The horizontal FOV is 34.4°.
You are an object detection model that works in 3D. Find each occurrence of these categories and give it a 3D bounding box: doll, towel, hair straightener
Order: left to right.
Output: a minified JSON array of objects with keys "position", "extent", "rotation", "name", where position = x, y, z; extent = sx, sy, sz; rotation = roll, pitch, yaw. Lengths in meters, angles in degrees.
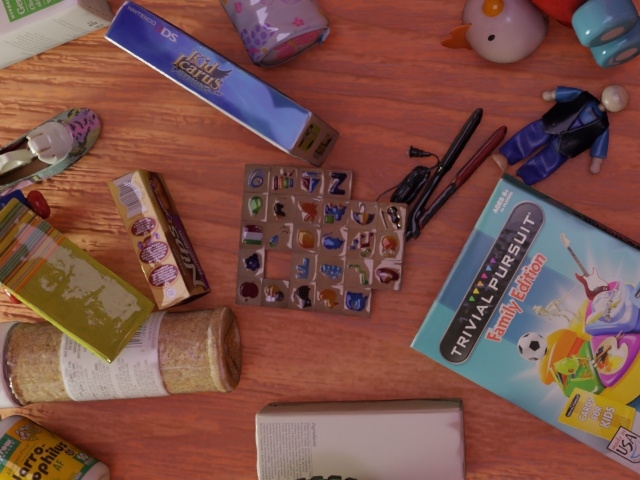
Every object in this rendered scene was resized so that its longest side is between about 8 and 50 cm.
[{"position":[-0.339,0.052,1.350],"extent":[0.237,0.021,0.102],"rotation":[37,78,-4],"name":"towel"},{"position":[0.147,-0.087,1.401],"extent":[0.089,0.047,0.230],"rotation":[41,101,14],"name":"hair straightener"},{"position":[0.325,-0.138,1.364],"extent":[0.189,0.046,0.129],"rotation":[-37,86,11],"name":"doll"}]

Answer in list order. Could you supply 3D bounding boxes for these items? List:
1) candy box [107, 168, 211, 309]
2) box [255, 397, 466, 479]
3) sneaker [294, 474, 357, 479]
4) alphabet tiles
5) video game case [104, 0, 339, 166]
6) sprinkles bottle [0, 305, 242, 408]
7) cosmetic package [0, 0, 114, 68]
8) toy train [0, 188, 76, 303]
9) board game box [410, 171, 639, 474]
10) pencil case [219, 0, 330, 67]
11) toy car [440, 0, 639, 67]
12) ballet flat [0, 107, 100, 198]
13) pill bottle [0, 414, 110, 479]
[{"position":[-0.220,-0.002,1.420],"extent":[0.053,0.109,0.187],"rotation":[-25,86,8],"name":"candy box"},{"position":[0.056,0.273,1.386],"extent":[0.275,0.094,0.113],"rotation":[-2,90,9],"name":"box"},{"position":[0.056,0.391,1.303],"extent":[0.343,0.134,0.146],"rotation":[13,56,-10],"name":"sneaker"},{"position":[0.000,0.000,1.418],"extent":[0.237,0.009,0.198],"rotation":[5,91,17],"name":"alphabet tiles"},{"position":[-0.115,-0.196,1.334],"extent":[0.269,0.244,0.061],"rotation":[33,94,7],"name":"video game case"},{"position":[-0.292,0.162,1.426],"extent":[0.355,0.121,0.121],"rotation":[-5,90,9],"name":"sprinkles bottle"},{"position":[-0.499,-0.335,1.440],"extent":[0.365,0.155,0.197],"rotation":[-21,90,7],"name":"cosmetic package"},{"position":[-0.425,-0.017,1.442],"extent":[0.105,0.143,0.248],"rotation":[-30,80,-14],"name":"toy train"},{"position":[0.323,0.104,1.329],"extent":[0.336,0.079,0.254],"rotation":[28,105,8],"name":"board game box"},{"position":[-0.093,-0.370,1.397],"extent":[0.124,0.113,0.273],"rotation":[-24,85,-29],"name":"pencil case"},{"position":[0.255,-0.300,1.308],"extent":[0.238,0.210,0.219],"rotation":[-27,76,21],"name":"toy car"},{"position":[-0.414,-0.119,1.465],"extent":[0.221,0.079,0.077],"rotation":[-28,83,8],"name":"ballet flat"},{"position":[-0.411,0.317,1.448],"extent":[0.208,0.117,0.118],"rotation":[29,95,8],"name":"pill bottle"}]
